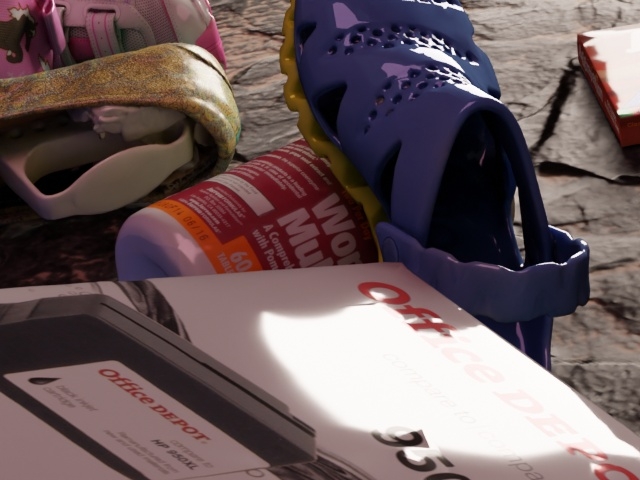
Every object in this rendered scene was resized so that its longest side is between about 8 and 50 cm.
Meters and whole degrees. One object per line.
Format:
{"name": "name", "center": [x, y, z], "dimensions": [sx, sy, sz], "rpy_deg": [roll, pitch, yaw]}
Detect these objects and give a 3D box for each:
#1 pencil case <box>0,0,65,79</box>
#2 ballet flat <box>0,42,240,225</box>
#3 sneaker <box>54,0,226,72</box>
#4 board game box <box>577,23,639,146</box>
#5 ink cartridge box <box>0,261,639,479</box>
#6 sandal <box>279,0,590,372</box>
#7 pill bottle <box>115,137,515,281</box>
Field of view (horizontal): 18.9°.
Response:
{"name": "pencil case", "center": [-0.373, -0.157, 1.476], "dimensions": [0.386, 0.167, 0.160], "rpy_deg": [16, -3, 35]}
{"name": "ballet flat", "center": [-0.220, -0.048, 1.300], "dimensions": [0.348, 0.123, 0.123], "rpy_deg": [-15, 31, -10]}
{"name": "sneaker", "center": [-0.170, -0.159, 1.493], "dimensions": [0.111, 0.103, 0.252], "rpy_deg": [-33, 32, -30]}
{"name": "board game box", "center": [0.336, -0.131, 1.376], "dimensions": [0.281, 0.027, 0.145], "rpy_deg": [-9, 29, -1]}
{"name": "ink cartridge box", "center": [-0.066, 0.143, 0.758], "dimensions": [0.395, 0.166, 0.285], "rpy_deg": [-4, 25, -32]}
{"name": "sandal", "center": [0.070, -0.044, 1.039], "dimensions": [0.126, 0.138, 0.317], "rpy_deg": [-10, 68, -22]}
{"name": "pill bottle", "center": [0.000, 0.000, 1.143], "dimensions": [0.221, 0.121, 0.121], "rpy_deg": [-25, 34, -26]}
